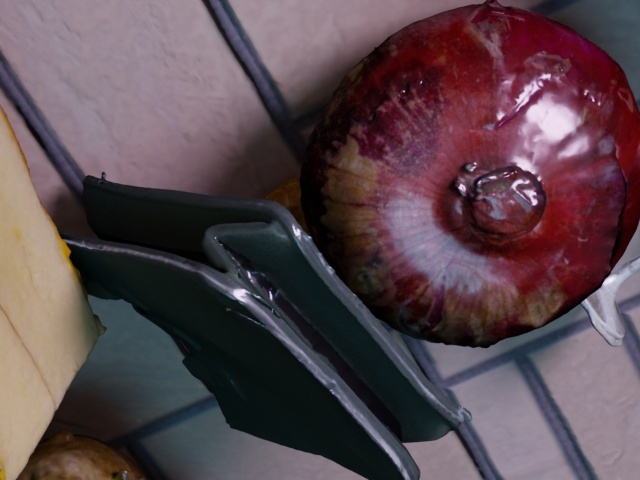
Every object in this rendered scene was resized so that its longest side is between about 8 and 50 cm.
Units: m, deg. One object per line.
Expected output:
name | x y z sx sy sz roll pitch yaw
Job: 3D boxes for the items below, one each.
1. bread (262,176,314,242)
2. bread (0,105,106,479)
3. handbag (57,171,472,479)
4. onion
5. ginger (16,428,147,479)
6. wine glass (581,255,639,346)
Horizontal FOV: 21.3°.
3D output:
bread | 0.000 0.000 1.273 0.083 0.044 0.111 -33 118 14
bread | -0.331 0.034 1.124 0.279 0.207 0.279 -6 123 22
handbag | -0.050 0.064 1.201 0.079 0.260 0.247 -53 125 -20
onion | 0.109 -0.040 1.168 0.246 0.190 0.246 -3 106 -9
ginger | -0.249 0.283 1.372 0.357 0.152 0.274 -30 154 15
wine glass | 0.273 -0.005 1.263 0.183 0.122 0.122 -31 121 21
